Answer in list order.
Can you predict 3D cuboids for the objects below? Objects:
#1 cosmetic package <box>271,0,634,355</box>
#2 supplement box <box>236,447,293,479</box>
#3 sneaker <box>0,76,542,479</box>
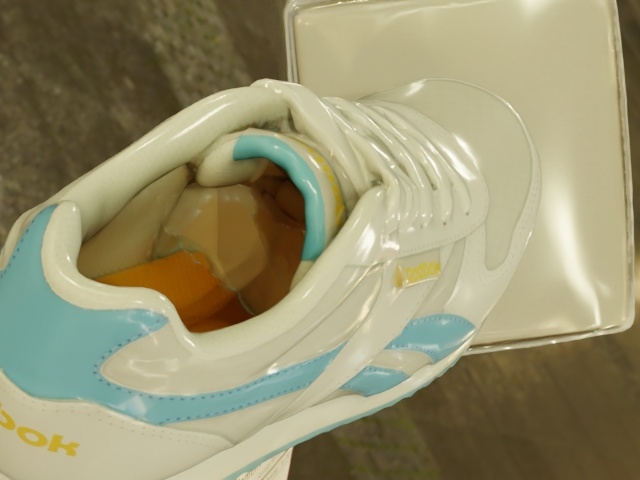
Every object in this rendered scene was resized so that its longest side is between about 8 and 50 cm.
[{"bbox_3d":[0.047,-0.064,0.713,0.296,0.129,0.153,-100,-176,-73],"label":"cosmetic package"},{"bbox_3d":[-0.090,0.157,0.634,0.111,0.220,0.114,14,16,14],"label":"supplement box"},{"bbox_3d":[0.000,0.000,0.424,0.087,0.092,0.229,43,44,14],"label":"sneaker"}]
